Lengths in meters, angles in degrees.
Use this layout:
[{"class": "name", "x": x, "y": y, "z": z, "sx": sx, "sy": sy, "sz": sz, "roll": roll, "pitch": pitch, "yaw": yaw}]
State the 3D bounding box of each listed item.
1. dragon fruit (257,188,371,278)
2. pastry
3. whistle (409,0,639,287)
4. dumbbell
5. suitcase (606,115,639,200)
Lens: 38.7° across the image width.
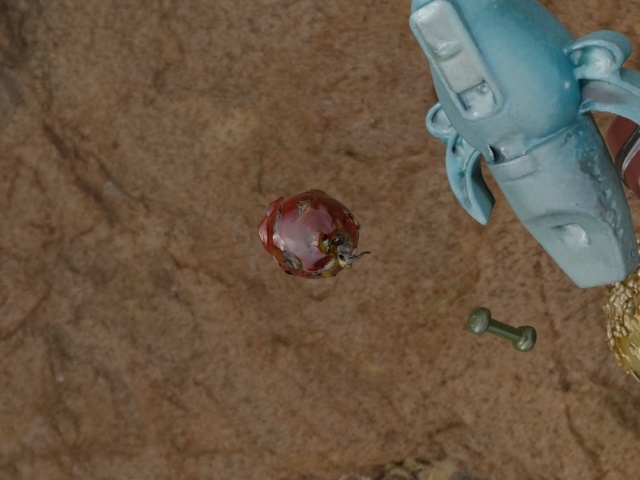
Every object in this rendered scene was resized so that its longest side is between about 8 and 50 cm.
[{"class": "dragon fruit", "x": 0.000, "y": 0.000, "z": 1.212, "sx": 0.125, "sy": 0.125, "sz": 0.246, "roll": 70, "pitch": 165, "yaw": -12}, {"class": "pastry", "x": 0.540, "y": 0.068, "z": 1.381, "sx": 0.184, "sy": 0.315, "sz": 0.284, "roll": 30, "pitch": 150, "yaw": 9}, {"class": "whistle", "x": 0.143, "y": -0.088, "z": 0.636, "sx": 0.186, "sy": 0.093, "sz": 0.273, "roll": -17, "pitch": 108, "yaw": 48}, {"class": "dumbbell", "x": 0.298, "y": 0.147, "z": 1.498, "sx": 0.052, "sy": 0.118, "sz": 0.046, "roll": -8, "pitch": 62, "yaw": 64}, {"class": "suitcase", "x": 0.500, "y": -0.115, "z": 1.024, "sx": 0.297, "sy": 0.161, "sz": 0.236, "roll": 19, "pitch": 124, "yaw": -17}]
